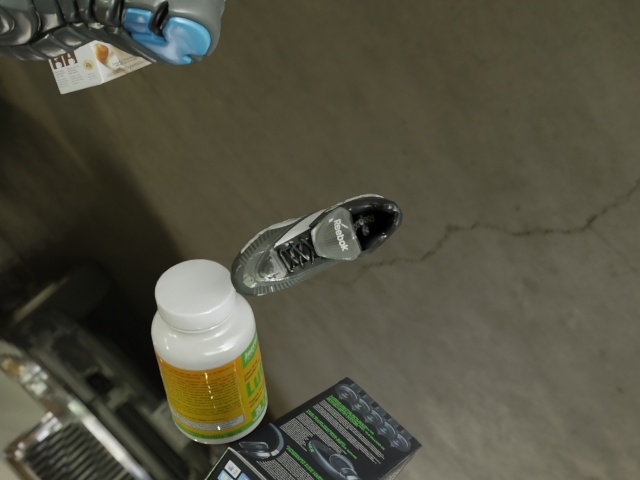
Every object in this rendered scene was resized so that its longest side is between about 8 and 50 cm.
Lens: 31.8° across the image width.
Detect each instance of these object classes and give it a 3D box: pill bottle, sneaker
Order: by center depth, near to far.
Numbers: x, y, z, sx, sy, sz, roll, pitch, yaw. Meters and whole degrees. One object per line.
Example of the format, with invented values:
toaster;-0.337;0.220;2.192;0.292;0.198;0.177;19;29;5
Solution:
sneaker;-0.221;-0.237;0.965;0.341;0.139;0.125;10;161;20
sneaker;0.000;0.000;1.364;0.078;0.234;0.106;68;164;-4
pill bottle;-0.150;0.146;1.495;0.136;0.136;0.245;32;145;34

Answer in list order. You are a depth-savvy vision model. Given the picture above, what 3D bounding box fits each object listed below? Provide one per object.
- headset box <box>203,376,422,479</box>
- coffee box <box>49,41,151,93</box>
headset box;-0.039;0.314;1.298;0.131;0.283;0.246;41;118;16
coffee box;-0.385;-0.379;1.813;0.098;0.141;0.246;-8;108;32
